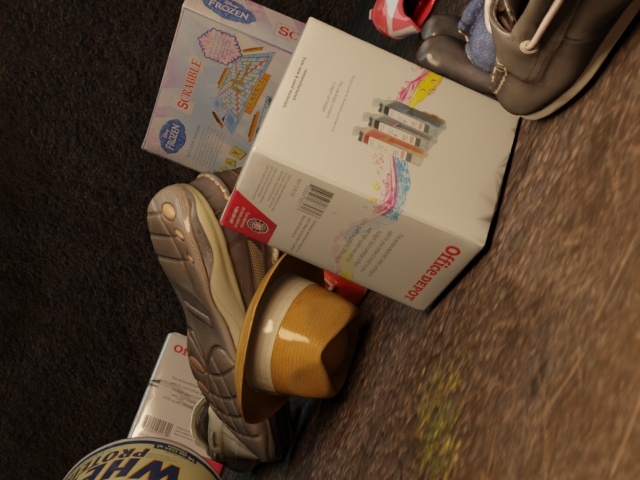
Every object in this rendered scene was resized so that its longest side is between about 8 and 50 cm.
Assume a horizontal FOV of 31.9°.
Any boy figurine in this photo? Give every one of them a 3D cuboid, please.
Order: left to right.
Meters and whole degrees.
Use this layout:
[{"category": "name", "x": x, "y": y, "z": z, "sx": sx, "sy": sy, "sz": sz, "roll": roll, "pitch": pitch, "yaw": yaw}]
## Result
[{"category": "boy figurine", "x": 0.162, "y": -0.243, "z": 0.807, "sx": 0.177, "sy": 0.092, "sz": 0.285, "roll": -72, "pitch": 3, "yaw": -54}]

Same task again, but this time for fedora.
[{"category": "fedora", "x": -0.011, "y": 0.097, "z": 1.065, "sx": 0.194, "sy": 0.079, "sz": 0.194, "roll": 15, "pitch": -90, "yaw": -71}]

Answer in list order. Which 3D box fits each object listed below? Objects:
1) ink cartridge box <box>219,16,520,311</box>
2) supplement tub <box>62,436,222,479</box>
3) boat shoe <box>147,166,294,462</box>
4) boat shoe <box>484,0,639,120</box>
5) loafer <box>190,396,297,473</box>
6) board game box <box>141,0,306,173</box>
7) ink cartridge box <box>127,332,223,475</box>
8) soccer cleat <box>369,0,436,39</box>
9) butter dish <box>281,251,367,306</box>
[{"category": "ink cartridge box", "x": 0.037, "y": -0.052, "z": 0.833, "sx": 0.128, "sy": 0.176, "sz": 0.127, "roll": 124, "pitch": 169, "yaw": -60}, {"category": "supplement tub", "x": -0.215, "y": 0.379, "z": 1.269, "sx": 0.325, "sy": 0.235, "sz": 0.236, "roll": -114, "pitch": 46, "yaw": -81}, {"category": "boat shoe", "x": -0.066, "y": 0.083, "z": 1.163, "sx": 0.132, "sy": 0.130, "sz": 0.356, "roll": 35, "pitch": 145, "yaw": 45}, {"category": "boat shoe", "x": 0.147, "y": -0.168, "z": 0.631, "sx": 0.335, "sy": 0.095, "sz": 0.112, "roll": 130, "pitch": 160, "yaw": -72}, {"category": "loafer", "x": -0.111, "y": 0.233, "z": 1.433, "sx": 0.319, "sy": 0.111, "sz": 0.112, "roll": 129, "pitch": 162, "yaw": -70}, {"category": "board game box", "x": -0.075, "y": -0.188, "z": 1.616, "sx": 0.319, "sy": 0.317, "sz": 0.066, "roll": 120, "pitch": 170, "yaw": -52}, {"category": "ink cartridge box", "x": -0.231, "y": 0.304, "z": 1.961, "sx": 0.100, "sy": 0.171, "sz": 0.237, "roll": 129, "pitch": 162, "yaw": -70}, {"category": "soccer cleat", "x": 0.151, "y": -0.390, "z": 1.545, "sx": 0.095, "sy": 0.083, "sz": 0.248, "roll": 17, "pitch": 80, "yaw": 55}, {"category": "butter dish", "x": 0.000, "y": 0.000, "z": 1.245, "sx": 0.118, "sy": 0.160, "sz": 0.160, "roll": -46, "pitch": -5, "yaw": -30}]
